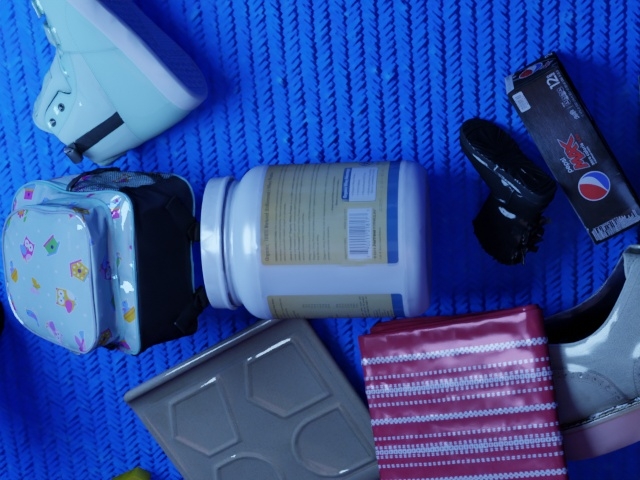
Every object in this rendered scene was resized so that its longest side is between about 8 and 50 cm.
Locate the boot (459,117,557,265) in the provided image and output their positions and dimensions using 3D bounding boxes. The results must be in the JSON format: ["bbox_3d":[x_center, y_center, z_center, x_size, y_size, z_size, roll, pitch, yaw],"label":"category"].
[{"bbox_3d":[0.163,-0.042,1.291,0.121,0.045,0.099,45,144,24],"label":"boot"}]

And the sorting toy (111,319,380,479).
[{"bbox_3d":[-0.095,0.213,1.442,0.307,0.041,0.229,-29,111,17],"label":"sorting toy"}]

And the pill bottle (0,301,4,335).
[{"bbox_3d":[-0.380,0.116,1.332,0.122,0.219,0.123,3,113,6],"label":"pill bottle"}]

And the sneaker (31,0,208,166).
[{"bbox_3d":[-0.240,-0.179,1.261,0.151,0.094,0.256,-37,103,22],"label":"sneaker"}]

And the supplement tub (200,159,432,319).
[{"bbox_3d":[0.000,0.000,1.279,0.199,0.144,0.144,-1,113,7],"label":"supplement tub"}]

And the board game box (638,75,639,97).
[{"bbox_3d":[0.351,-0.022,1.213,0.136,0.030,0.260,-3,82,17],"label":"board game box"}]

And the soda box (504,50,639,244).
[{"bbox_3d":[0.230,-0.083,1.263,0.053,0.060,0.169,-28,106,15],"label":"soda box"}]

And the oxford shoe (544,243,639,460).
[{"bbox_3d":[0.349,0.056,1.269,0.397,0.140,0.146,-32,100,17],"label":"oxford shoe"}]

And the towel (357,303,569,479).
[{"bbox_3d":[0.141,0.203,1.319,0.199,0.031,0.275,-11,85,33],"label":"towel"}]

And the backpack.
[{"bbox_3d":[-0.212,0.017,1.290,0.188,0.144,0.166,13,113,49],"label":"backpack"}]
